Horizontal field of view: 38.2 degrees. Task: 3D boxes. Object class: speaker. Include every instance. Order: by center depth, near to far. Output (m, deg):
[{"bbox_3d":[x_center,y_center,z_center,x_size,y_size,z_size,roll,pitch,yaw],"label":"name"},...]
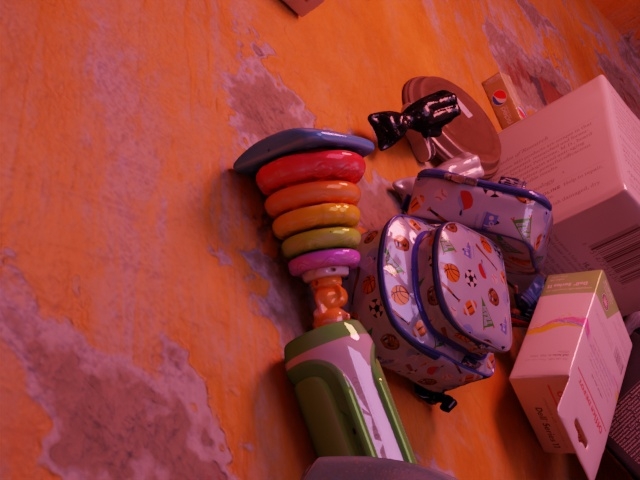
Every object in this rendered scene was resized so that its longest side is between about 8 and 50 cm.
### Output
[{"bbox_3d":[0.052,0.257,1.181,0.131,0.131,0.296,3,62,-54],"label":"speaker"}]

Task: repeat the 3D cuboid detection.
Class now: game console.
[{"bbox_3d":[0.331,0.112,1.747,0.144,0.124,0.085,18,76,-47],"label":"game console"}]

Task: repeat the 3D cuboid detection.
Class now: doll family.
[{"bbox_3d":[0.449,0.150,1.878,0.193,0.111,0.076,45,-3,-12],"label":"doll family"}]

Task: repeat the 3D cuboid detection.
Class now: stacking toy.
[{"bbox_3d":[0.000,0.000,1.327,0.166,0.175,0.302,5,71,-50],"label":"stacking toy"}]

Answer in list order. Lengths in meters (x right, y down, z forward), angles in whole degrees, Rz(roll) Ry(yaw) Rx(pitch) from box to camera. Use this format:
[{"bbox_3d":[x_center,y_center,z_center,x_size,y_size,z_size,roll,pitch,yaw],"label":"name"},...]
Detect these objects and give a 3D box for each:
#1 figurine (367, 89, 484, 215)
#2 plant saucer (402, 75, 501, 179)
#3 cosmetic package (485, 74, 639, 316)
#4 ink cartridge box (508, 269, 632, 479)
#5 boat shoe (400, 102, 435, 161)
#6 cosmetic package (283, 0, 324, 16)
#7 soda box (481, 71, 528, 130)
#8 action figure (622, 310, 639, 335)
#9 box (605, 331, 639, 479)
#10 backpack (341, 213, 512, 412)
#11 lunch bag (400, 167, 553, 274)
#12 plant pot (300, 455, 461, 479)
[{"bbox_3d":[0.193,-0.163,1.755,0.209,0.092,0.215,-22,91,-41],"label":"figurine"},{"bbox_3d":[0.292,-0.252,1.993,0.278,0.041,0.278,27,40,-26],"label":"plant saucer"},{"bbox_3d":[0.576,-0.070,2.010,0.329,0.327,0.393,42,36,-27],"label":"cosmetic package"},{"bbox_3d":[0.455,0.246,1.691,0.207,0.119,0.353,61,41,-27],"label":"ink cartridge box"},{"bbox_3d":[0.199,-0.218,1.870,0.038,0.046,0.125,-10,75,-57],"label":"boat shoe"},{"bbox_3d":[-0.127,-0.634,1.708,0.377,0.097,0.284,37,39,-33],"label":"cosmetic package"},{"bbox_3d":[0.481,-0.337,2.359,0.061,0.058,0.181,5,61,-53],"label":"soda box"},{"bbox_3d":[0.780,0.206,2.223,0.330,0.178,0.341,62,32,-14],"label":"action figure"},{"bbox_3d":[0.691,0.402,1.731,0.293,0.212,0.395,45,3,-22],"label":"box"},{"bbox_3d":[0.155,0.089,1.411,0.263,0.213,0.276,19,51,-33],"label":"backpack"},{"bbox_3d":[0.270,-0.031,1.584,0.303,0.243,0.115,45,62,-68],"label":"lunch bag"},{"bbox_3d":[0.059,0.365,0.946,0.252,0.247,0.248,29,58,15],"label":"plant pot"}]
